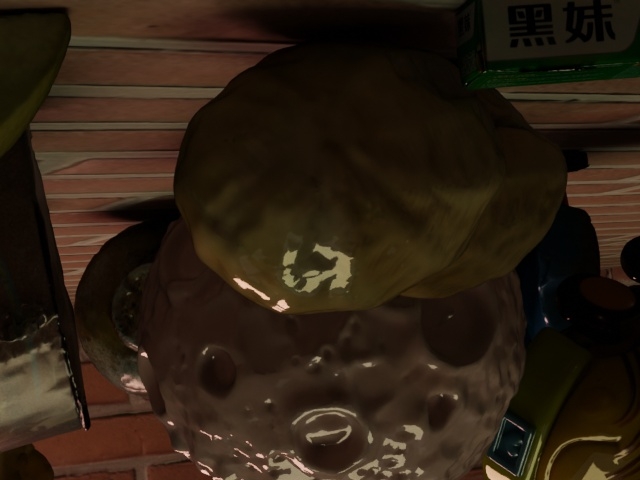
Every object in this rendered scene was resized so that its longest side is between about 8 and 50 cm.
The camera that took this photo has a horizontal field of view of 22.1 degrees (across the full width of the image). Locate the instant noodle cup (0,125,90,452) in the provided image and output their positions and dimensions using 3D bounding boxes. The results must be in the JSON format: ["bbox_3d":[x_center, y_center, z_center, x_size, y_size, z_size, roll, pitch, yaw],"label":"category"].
[{"bbox_3d":[-0.230,0.033,0.811,0.207,0.217,0.217,-12,177,-8],"label":"instant noodle cup"}]

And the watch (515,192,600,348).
[{"bbox_3d":[0.074,0.048,1.327,0.274,0.241,0.305,7,168,-11],"label":"watch"}]

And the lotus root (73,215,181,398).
[{"bbox_3d":[-0.118,0.065,1.507,0.175,0.175,0.349,-7,176,15],"label":"lotus root"}]

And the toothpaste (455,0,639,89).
[{"bbox_3d":[0.150,-0.091,0.706,0.178,0.037,0.043,-5,179,-9],"label":"toothpaste"}]

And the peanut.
[{"bbox_3d":[0.034,-0.032,0.784,0.130,0.130,0.290,-7,178,23],"label":"peanut"}]

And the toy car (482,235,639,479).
[{"bbox_3d":[0.234,0.120,1.188,0.142,0.200,0.248,32,-140,29],"label":"toy car"}]

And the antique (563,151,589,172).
[{"bbox_3d":[0.115,-0.055,1.273,0.192,0.015,0.031,-5,176,-15],"label":"antique"}]

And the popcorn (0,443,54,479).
[{"bbox_3d":[-0.257,0.166,1.148,0.145,0.126,0.125,-37,-162,33],"label":"popcorn"}]

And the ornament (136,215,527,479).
[{"bbox_3d":[0.012,0.057,1.071,0.259,0.259,0.225,-2,175,-40],"label":"ornament"}]

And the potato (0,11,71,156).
[{"bbox_3d":[-0.165,-0.040,0.682,0.120,0.081,0.149,-2,175,-12],"label":"potato"}]
